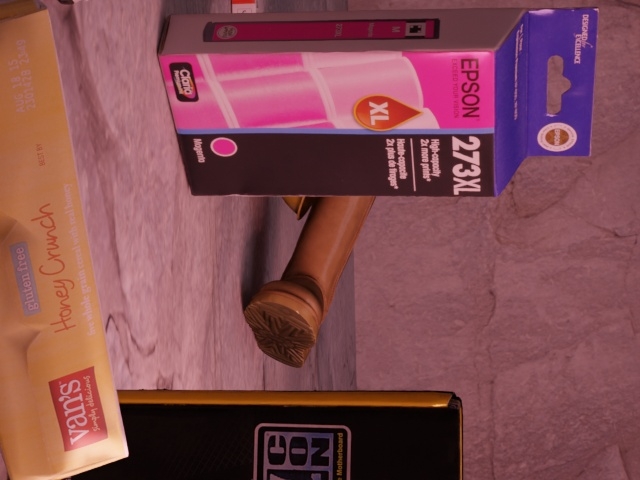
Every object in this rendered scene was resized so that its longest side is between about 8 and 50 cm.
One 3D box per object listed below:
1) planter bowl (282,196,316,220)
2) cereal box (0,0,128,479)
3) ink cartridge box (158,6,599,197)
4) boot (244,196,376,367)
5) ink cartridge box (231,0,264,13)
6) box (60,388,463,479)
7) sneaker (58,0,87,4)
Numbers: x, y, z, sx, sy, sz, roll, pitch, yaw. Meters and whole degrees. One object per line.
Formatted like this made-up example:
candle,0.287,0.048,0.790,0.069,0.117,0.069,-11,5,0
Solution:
planter bowl,-0.018,-0.140,1.670,0.217,0.090,0.217,-63,175,-9
cereal box,-0.132,-0.050,0.490,0.240,0.047,0.173,-127,-154,-49
ink cartridge box,0.054,-0.118,1.183,0.176,0.370,0.069,81,10,-47
boot,0.000,0.000,1.624,0.236,0.089,0.270,110,4,-72
ink cartridge box,-0.082,-0.260,1.519,0.063,0.029,0.115,-43,131,-81
box,-0.046,0.245,0.763,0.079,0.257,0.322,39,51,-82
sneaker,-0.126,-0.245,0.865,0.080,0.081,0.211,68,20,-69
